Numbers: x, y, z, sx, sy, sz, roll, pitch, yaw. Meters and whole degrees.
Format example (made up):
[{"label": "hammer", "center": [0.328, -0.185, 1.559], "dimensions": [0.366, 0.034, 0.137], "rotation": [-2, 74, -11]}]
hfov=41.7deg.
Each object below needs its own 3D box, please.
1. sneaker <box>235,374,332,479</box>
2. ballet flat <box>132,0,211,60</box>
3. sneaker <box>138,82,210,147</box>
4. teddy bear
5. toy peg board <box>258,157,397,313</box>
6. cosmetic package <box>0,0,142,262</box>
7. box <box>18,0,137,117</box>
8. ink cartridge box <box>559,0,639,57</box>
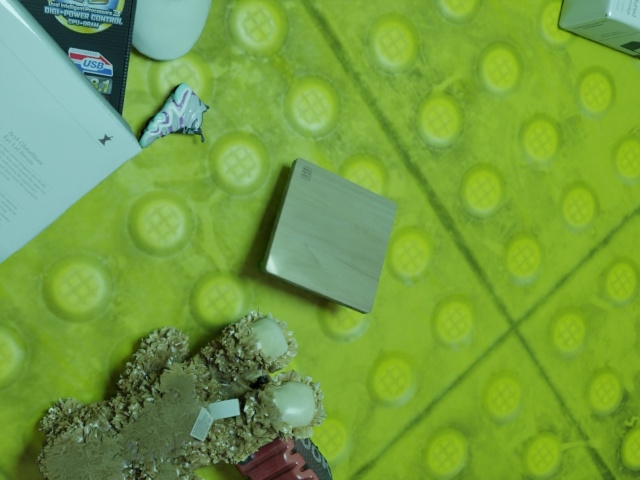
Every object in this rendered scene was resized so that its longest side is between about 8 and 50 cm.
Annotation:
[{"label": "sneaker", "center": [-0.059, 0.274, 1.095], "dimensions": [0.098, 0.135, 0.276], "rotation": [-28, 81, 4]}, {"label": "ballet flat", "center": [-0.168, -0.416, 0.973], "dimensions": [0.139, 0.139, 0.400], "rotation": [6, 92, -24]}, {"label": "sneaker", "center": [-0.174, -0.139, 1.042], "dimensions": [0.069, 0.038, 0.098], "rotation": [40, 79, -20]}, {"label": "teddy bear", "center": [-0.162, 0.217, 1.010], "dimensions": [0.338, 0.113, 0.245], "rotation": [-41, 79, -11]}, {"label": "toy peg board", "center": [0.000, 0.000, 1.121], "dimensions": [0.161, 0.079, 0.160], "rotation": [24, 69, -24]}, {"label": "cosmetic package", "center": [-0.410, -0.147, 0.830], "dimensions": [0.284, 0.097, 0.377], "rotation": [-38, 123, 1]}, {"label": "box", "center": [-0.344, -0.225, 0.909], "dimensions": [0.270, 0.060, 0.216], "rotation": [4, 115, -23]}, {"label": "ink cartridge box", "center": [0.522, -0.387, 1.283], "dimensions": [0.273, 0.115, 0.198], "rotation": [12, 89, -24]}]
